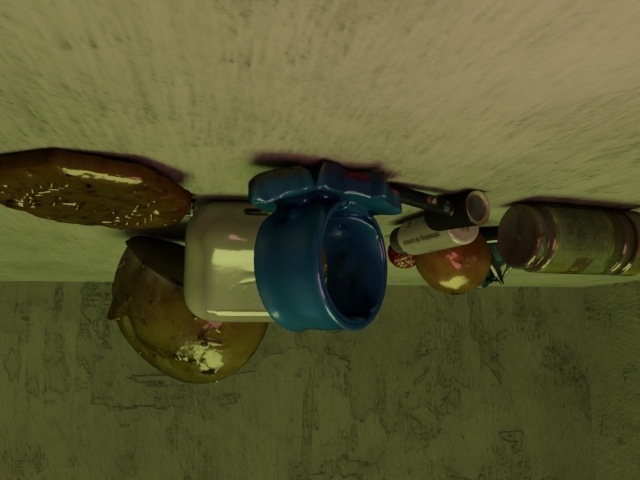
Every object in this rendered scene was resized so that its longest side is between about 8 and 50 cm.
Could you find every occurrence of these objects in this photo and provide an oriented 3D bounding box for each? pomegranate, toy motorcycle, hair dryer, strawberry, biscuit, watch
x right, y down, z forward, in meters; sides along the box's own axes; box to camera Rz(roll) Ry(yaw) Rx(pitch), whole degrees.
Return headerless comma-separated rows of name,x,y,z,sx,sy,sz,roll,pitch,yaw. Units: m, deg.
pomegranate,0.337,0.048,1.670,0.191,0.191,0.191,0,172,0
toy motorcycle,0.474,0.060,1.937,0.206,0.154,0.260,-21,159,4
hair dryer,0.438,0.049,1.792,0.173,0.050,0.195,-3,128,26
strawberry,0.239,0.029,1.862,0.106,0.106,0.106,0,172,0
biscuit,-0.403,-0.076,1.149,0.359,0.046,0.359,3,167,1
hair dryer,0.196,-0.076,1.283,0.255,0.070,0.128,13,167,-30
watch,-0.007,0.016,1.107,0.241,0.274,0.305,-5,171,36

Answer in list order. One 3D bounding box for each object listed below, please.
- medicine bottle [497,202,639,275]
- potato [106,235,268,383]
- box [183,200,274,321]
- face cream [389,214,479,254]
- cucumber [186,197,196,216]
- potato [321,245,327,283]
medicine bottle,0.560,-0.001,1.444,0.322,0.151,0.151,3,171,-22
potato,-0.373,0.215,1.775,0.442,0.319,0.385,28,-171,34
box,-0.156,0.054,1.459,0.289,0.141,0.349,1,139,-12
face cream,0.248,-0.016,1.550,0.092,0.092,0.311,3,172,-22
cucumber,-0.325,-0.078,1.288,0.163,0.043,0.039,11,-152,-23
potato,-0.030,0.075,1.749,0.270,0.219,0.359,24,165,-41
